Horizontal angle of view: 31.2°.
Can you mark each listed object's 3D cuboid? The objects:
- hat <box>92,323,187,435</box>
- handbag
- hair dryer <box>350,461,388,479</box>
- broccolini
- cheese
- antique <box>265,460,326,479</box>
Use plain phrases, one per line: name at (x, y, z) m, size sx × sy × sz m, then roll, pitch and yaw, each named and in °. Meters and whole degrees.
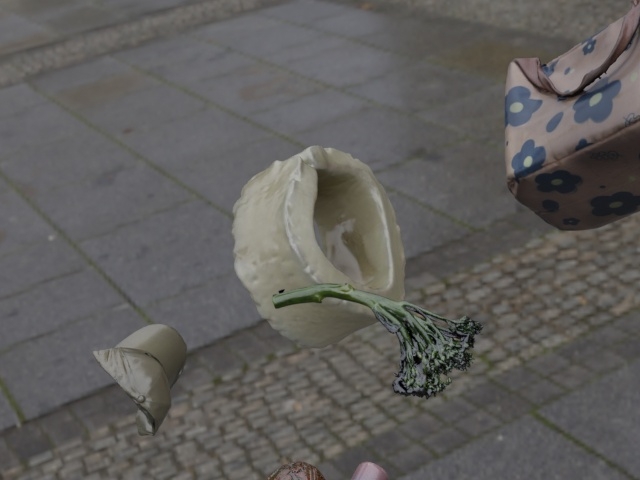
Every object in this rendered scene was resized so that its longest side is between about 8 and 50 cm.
hat at (-0.244, 0.186, 1.695) m, size 0.085 × 0.147 × 0.175 m, roll -20°, pitch 19°, yaw 37°
handbag at (0.335, -0.147, 1.302) m, size 0.251 × 0.190 × 0.193 m, roll -24°, pitch 52°, yaw 37°
hair dryer at (0.067, 0.296, 1.226) m, size 0.037 × 0.114 × 0.063 m, roll -13°, pitch 35°, yaw 46°
broccolini at (0.055, 0.121, 1.401) m, size 0.271 × 0.062 × 0.123 m, roll 13°, pitch 53°, yaw 21°
cheese at (0.000, -0.002, 1.898) m, size 0.153 × 0.292 × 0.332 m, roll -29°, pitch 47°, yaw 32°
antique at (-0.034, 0.357, 1.597) m, size 0.104 × 0.104 × 0.104 m, roll -10°, pitch 24°, yaw 4°
